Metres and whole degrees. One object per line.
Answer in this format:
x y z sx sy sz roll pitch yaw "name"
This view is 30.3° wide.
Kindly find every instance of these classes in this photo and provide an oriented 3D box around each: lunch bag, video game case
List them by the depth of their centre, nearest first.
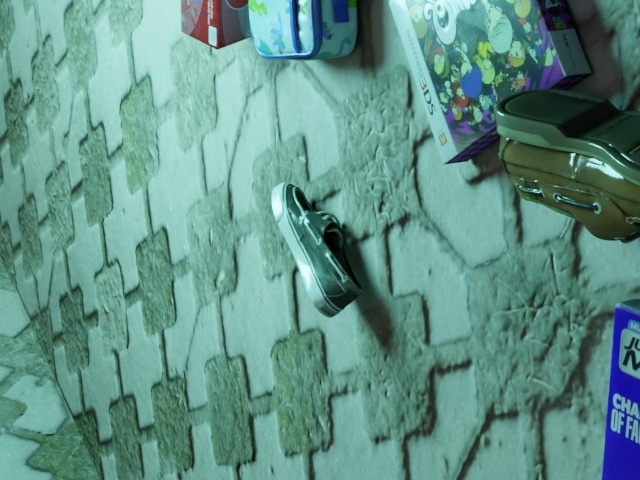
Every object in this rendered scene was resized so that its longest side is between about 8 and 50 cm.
0.172 -0.220 1.262 0.232 0.042 0.210 -36 68 57 "video game case"
-0.025 -0.344 1.529 0.176 0.090 0.219 18 114 55 "lunch bag"

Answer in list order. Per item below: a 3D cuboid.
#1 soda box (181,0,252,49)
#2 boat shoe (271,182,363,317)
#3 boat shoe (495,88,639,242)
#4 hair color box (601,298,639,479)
-0.137 -0.409 1.656 0.083 0.092 0.263 31 133 32 "soda box"
0.000 0.000 1.604 0.070 0.078 0.219 -36 57 19 "boat shoe"
0.283 -0.055 1.067 0.307 0.111 0.104 33 139 54 "boat shoe"
0.328 0.207 0.963 0.110 0.185 0.339 23 118 56 "hair color box"
